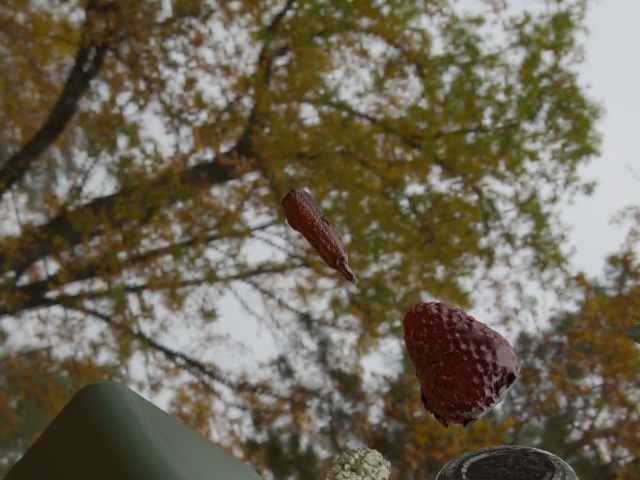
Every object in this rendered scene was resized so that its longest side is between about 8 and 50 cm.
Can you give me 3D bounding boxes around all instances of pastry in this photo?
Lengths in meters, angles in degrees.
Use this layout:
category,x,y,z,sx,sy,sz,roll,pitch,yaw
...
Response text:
category,x,y,z,sx,sy,sz,roll,pitch,yaw
pastry,0.036,0.367,1.384,0.089,0.121,0.258,22,-56,30

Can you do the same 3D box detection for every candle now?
category,x,y,z,sx,sy,sz,roll,pitch,yaw
candle,0.000,0.000,1.678,0.162,0.053,0.048,54,-32,14

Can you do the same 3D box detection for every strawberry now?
category,x,y,z,sx,sy,sz,roll,pitch,yaw
strawberry,0.254,0.221,2.230,0.244,0.205,0.205,48,-32,15

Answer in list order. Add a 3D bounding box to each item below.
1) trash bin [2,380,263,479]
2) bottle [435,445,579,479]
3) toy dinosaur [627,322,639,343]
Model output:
category,x,y,z,sx,sy,sz,roll,pitch,yaw
trash bin,-0.077,0.260,0.778,0.223,0.158,0.343,41,-2,-35
bottle,0.217,0.423,1.354,0.168,0.168,0.347,24,-60,61
toy dinosaur,0.470,0.186,1.429,0.205,0.092,0.393,60,6,1
